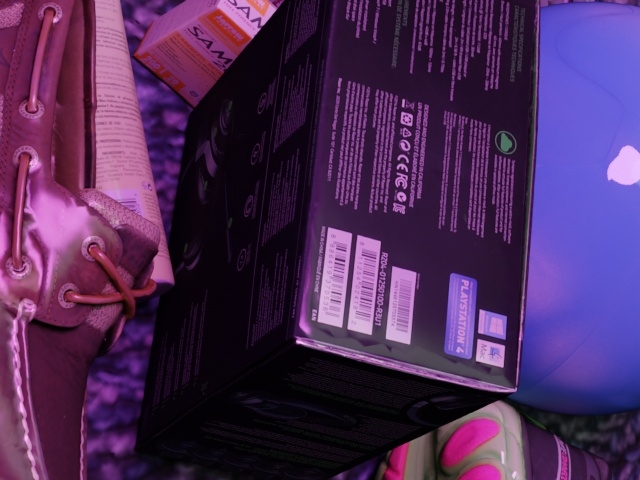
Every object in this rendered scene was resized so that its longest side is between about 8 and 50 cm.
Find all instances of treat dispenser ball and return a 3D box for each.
[{"bbox_3d":[0.184,-0.022,1.070,0.288,0.288,0.288,14,67,-37],"label":"treat dispenser ball"}]

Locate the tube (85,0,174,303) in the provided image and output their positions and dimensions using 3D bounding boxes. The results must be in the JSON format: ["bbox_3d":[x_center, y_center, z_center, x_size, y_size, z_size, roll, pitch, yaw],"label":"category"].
[{"bbox_3d":[-0.145,-0.078,0.969,0.062,0.070,0.240,-13,78,0],"label":"tube"}]

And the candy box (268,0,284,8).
[{"bbox_3d":[0.002,-0.263,1.128,0.183,0.088,0.316,-39,103,-40],"label":"candy box"}]

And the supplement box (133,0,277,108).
[{"bbox_3d":[-0.070,-0.131,1.016,0.062,0.098,0.036,40,54,-24],"label":"supplement box"}]

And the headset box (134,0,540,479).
[{"bbox_3d":[0.000,0.000,0.922,0.131,0.283,0.246,16,64,-20],"label":"headset box"}]

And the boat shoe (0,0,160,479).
[{"bbox_3d":[-0.151,0.007,0.861,0.123,0.123,0.341,61,20,-71],"label":"boat shoe"}]

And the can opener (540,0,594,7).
[{"bbox_3d":[0.191,-0.109,1.270,0.095,0.076,0.283,-2,76,-8],"label":"can opener"}]

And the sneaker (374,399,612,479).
[{"bbox_3d":[0.152,0.342,0.998,0.202,0.185,0.482,13,69,-33],"label":"sneaker"}]
